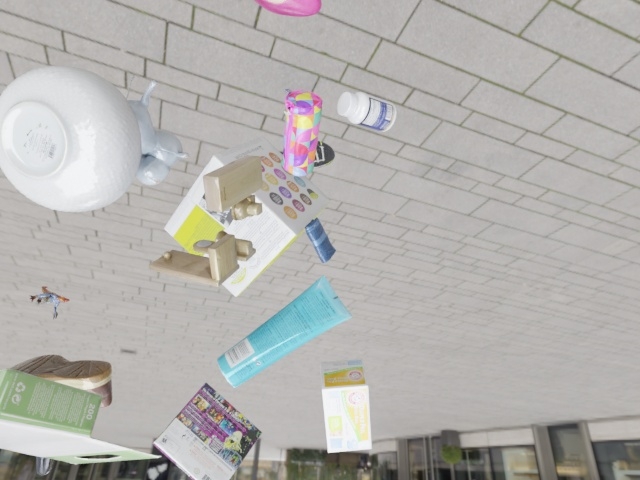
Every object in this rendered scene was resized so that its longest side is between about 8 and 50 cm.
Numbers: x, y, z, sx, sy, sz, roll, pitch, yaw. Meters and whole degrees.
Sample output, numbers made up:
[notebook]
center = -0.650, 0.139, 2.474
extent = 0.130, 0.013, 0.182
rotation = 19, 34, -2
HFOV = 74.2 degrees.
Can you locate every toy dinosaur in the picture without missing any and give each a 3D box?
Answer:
[toy dinosaur]
center = -0.571, 0.118, 0.899
extent = 0.082, 0.090, 0.047
rotation = -10, 141, 1

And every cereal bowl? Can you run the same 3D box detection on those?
[cereal bowl]
center = -0.597, -0.226, 0.958
extent = 0.339, 0.338, 0.141
rotation = -2, -170, 9

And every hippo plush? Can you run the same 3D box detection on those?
[hippo plush]
center = -0.547, -0.301, 1.271
extent = 0.234, 0.294, 0.236
rotation = 25, 174, 33

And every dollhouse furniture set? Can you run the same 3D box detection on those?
[dollhouse furniture set]
center = -0.173, -0.042, 0.638
extent = 0.123, 0.144, 0.151
rotation = 10, 118, 20

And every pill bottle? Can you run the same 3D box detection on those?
[pill bottle]
center = 0.138, -0.393, 1.279
extent = 0.169, 0.094, 0.094
rotation = 6, 153, -33

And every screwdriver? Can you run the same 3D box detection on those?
[screwdriver]
center = -0.415, 0.292, 0.638
extent = 0.024, 0.025, 0.169
rotation = 25, 116, 17

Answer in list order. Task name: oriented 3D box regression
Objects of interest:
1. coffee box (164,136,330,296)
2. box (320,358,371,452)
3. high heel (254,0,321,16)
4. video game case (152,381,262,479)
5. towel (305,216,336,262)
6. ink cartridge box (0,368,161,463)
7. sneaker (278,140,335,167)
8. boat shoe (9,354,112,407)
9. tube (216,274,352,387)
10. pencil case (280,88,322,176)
[coffee box]
center = -0.231, -0.086, 1.410
extent = 0.334, 0.337, 0.338
rotation = 44, 120, -2
[box]
center = 0.063, 0.410, 1.055
extent = 0.114, 0.103, 0.203
rotation = -6, 112, 0
[high heel]
center = -0.106, -0.468, 0.738
extent = 0.244, 0.117, 0.082
rotation = 25, 107, -16
[video game case]
center = -0.319, 0.569, 1.219
extent = 0.232, 0.210, 0.042
rotation = 41, 141, -1
[towel]
center = 0.000, 0.000, 1.178
extent = 0.029, 0.067, 0.119
rotation = -15, 111, 32
[ink cartridge box]
center = -0.334, 0.226, 0.518
extent = 0.171, 0.056, 0.235
rotation = -15, 143, 21
[sneaker]
center = -0.092, -0.304, 1.613
extent = 0.300, 0.111, 0.121
rotation = -8, 176, 6
[boat shoe]
center = -0.690, 0.385, 1.115
extent = 0.342, 0.123, 0.123
rotation = -3, -167, 16
[tube]
center = -0.058, 0.142, 0.649
extent = 0.207, 0.080, 0.052
rotation = -34, 167, -7
[pencil case]
center = -0.056, -0.284, 1.129
extent = 0.104, 0.104, 0.236
rotation = 4, 138, -2
